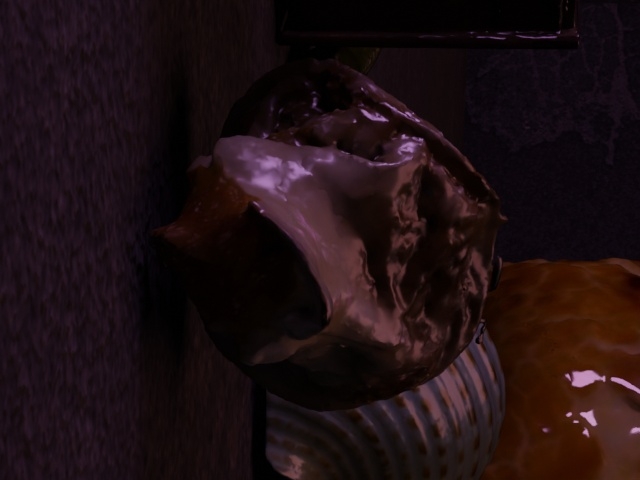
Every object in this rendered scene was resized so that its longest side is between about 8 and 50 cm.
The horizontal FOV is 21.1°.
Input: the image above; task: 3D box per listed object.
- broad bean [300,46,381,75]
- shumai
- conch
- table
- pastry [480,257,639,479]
[{"bbox_3d":[0.005,-0.075,0.998,0.052,0.052,0.256,-48,-162,33],"label":"broad bean"},{"bbox_3d":[-0.002,0.003,0.672,0.116,0.145,0.146,-9,100,-76],"label":"shumai"},{"bbox_3d":[0.040,0.088,0.980,0.200,0.131,0.172,-73,164,-67],"label":"conch"},{"bbox_3d":[0.063,-0.228,0.963,0.172,0.169,0.193,-77,167,-59],"label":"table"},{"bbox_3d":[0.166,0.187,1.226,0.389,0.312,0.388,-57,-171,14],"label":"pastry"}]
